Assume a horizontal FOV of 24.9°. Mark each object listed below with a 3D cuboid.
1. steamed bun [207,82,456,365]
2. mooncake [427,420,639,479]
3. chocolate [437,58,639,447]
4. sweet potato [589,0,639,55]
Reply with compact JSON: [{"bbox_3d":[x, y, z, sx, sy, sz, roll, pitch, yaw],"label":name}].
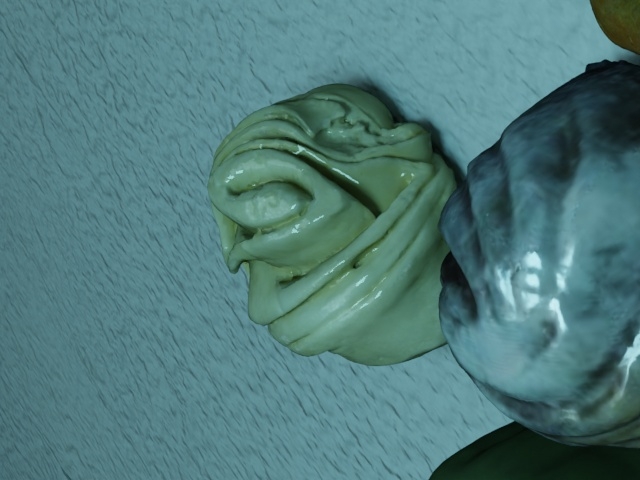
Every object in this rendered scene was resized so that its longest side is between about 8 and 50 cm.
[{"bbox_3d":[0.002,-0.001,1.424,0.276,0.203,0.289,-39,71,58],"label":"steamed bun"},{"bbox_3d":[0.236,0.307,1.191,0.351,0.187,0.351,35,135,45],"label":"mooncake"},{"bbox_3d":[0.191,0.035,1.082,0.303,0.213,0.303,45,148,39],"label":"chocolate"},{"bbox_3d":[0.288,-0.141,0.987,0.292,0.097,0.097,40,137,42],"label":"sweet potato"}]
